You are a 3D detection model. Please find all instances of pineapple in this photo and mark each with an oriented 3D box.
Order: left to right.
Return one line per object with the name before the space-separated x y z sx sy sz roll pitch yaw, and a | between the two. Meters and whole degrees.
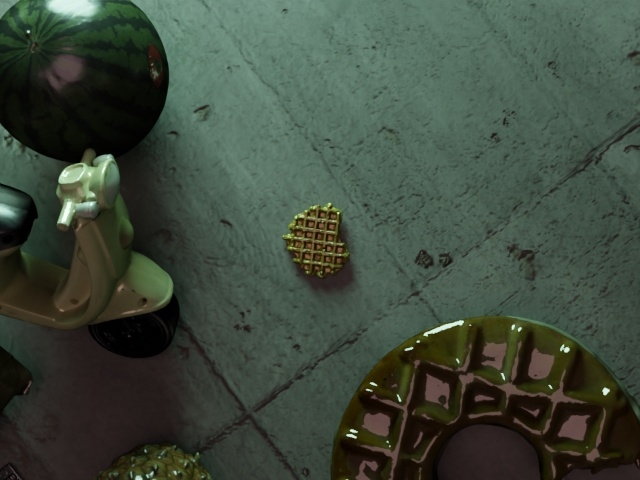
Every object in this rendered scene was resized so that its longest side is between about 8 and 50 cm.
pineapple | -0.209 0.313 1.241 0.157 0.278 0.158 0 91 9

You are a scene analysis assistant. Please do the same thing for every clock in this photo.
clock | -0.337 0.003 1.263 0.379 0.276 0.120 10 45 -5

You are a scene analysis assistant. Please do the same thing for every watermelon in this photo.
watermelon | -0.273 -0.187 1.295 0.212 0.212 0.212 0 89 7

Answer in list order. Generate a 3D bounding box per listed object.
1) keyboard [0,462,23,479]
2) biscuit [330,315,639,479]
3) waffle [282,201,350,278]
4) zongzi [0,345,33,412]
keyboard | -0.437 0.358 1.402 0.198 0.010 0.064 -41 86 5
biscuit | 0.160 0.231 1.277 0.366 0.115 0.268 -40 84 3
waffle | -0.001 0.002 1.352 0.078 0.016 0.085 -25 85 10
zongzi | -0.498 0.173 1.369 0.242 0.112 0.221 38 95 15
